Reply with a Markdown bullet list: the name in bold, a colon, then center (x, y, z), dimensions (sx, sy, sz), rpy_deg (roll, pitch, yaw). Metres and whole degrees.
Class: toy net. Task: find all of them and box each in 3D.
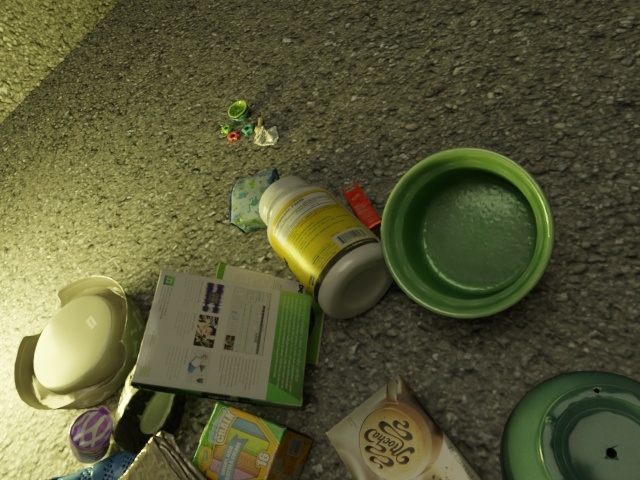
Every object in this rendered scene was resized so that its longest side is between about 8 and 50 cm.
- **toy net**: center (-0.221, -0.344, 1.468), dimensions (0.122, 0.045, 0.232), rpy_deg (-46, 53, -7)

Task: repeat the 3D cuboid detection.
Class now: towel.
- **towel**: center (-0.305, 0.499, 0.886), dimensions (0.187, 0.049, 0.282), rpy_deg (45, 111, 14)

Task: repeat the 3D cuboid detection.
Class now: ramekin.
- **ramekin**: center (0.281, -0.013, 0.904), dimensions (0.303, 0.148, 0.303), rpy_deg (-1, 88, 31)

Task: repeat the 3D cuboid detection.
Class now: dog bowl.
- **dog bowl**: center (-0.608, 0.267, 1.231), dimensions (0.348, 0.102, 0.349), rpy_deg (-11, 57, 18)

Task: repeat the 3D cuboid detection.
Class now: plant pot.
- **plant pot**: center (0.404, 0.314, 0.680), dimensions (0.293, 0.196, 0.293), rpy_deg (-12, 56, 18)

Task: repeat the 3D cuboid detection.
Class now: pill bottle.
- **pill bottle**: center (0.000, 0.000, 1.064), dimensions (0.188, 0.188, 0.334), rpy_deg (-40, 52, -3)

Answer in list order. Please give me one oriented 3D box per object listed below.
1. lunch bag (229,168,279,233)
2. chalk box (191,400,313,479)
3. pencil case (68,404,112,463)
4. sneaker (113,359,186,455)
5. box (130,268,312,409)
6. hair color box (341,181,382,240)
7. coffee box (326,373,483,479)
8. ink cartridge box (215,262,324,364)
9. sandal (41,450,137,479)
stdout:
- **lunch bag**: center (-0.168, -0.109, 1.266), dimensions (0.128, 0.096, 0.151), rpy_deg (-14, 65, 17)
- **chalk box**: center (-0.149, 0.402, 0.919), dimensions (0.213, 0.132, 0.132), rpy_deg (7, 64, 29)
- **pencil case**: center (-0.491, 0.424, 1.031), dimensions (0.086, 0.206, 0.088), rpy_deg (40, 52, 1)
- **sneaker**: center (-0.360, 0.266, 1.103), dimensions (0.182, 0.158, 0.410), rpy_deg (-10, 44, 46)
- **box**: center (-0.185, 0.198, 0.961), dimensions (0.322, 0.058, 0.232), rpy_deg (11, 61, -9)
- **hair color box**: center (0.104, -0.065, 1.129), dimensions (0.043, 0.072, 0.141), rpy_deg (-31, 53, 3)
- **coffee box**: center (0.167, 0.399, 0.783), dimensions (0.168, 0.119, 0.297), rpy_deg (-37, 52, -2)
- **ink cartridge box**: center (-0.127, 0.179, 1.075), dimensions (0.255, 0.097, 0.189), rpy_deg (14, 60, -10)
- **sandal**: center (-0.490, 0.527, 0.996), dimensions (0.317, 0.138, 0.126), rpy_deg (-28, 51, 4)
